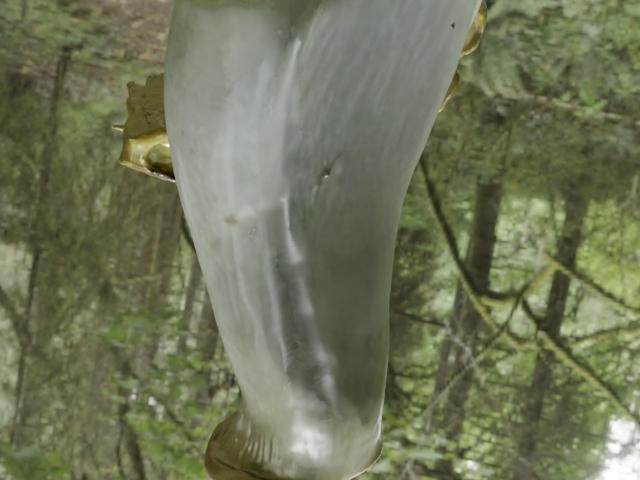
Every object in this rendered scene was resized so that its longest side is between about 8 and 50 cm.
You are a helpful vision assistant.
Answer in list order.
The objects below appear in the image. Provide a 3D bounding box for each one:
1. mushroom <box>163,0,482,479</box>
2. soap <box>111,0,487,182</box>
[{"bbox_3d":[0.000,0.000,0.522,0.159,0.329,0.122,2,-156,1],"label":"mushroom"},{"bbox_3d":[-0.026,-0.187,1.038,0.338,0.305,0.169,16,-162,-39],"label":"soap"}]
